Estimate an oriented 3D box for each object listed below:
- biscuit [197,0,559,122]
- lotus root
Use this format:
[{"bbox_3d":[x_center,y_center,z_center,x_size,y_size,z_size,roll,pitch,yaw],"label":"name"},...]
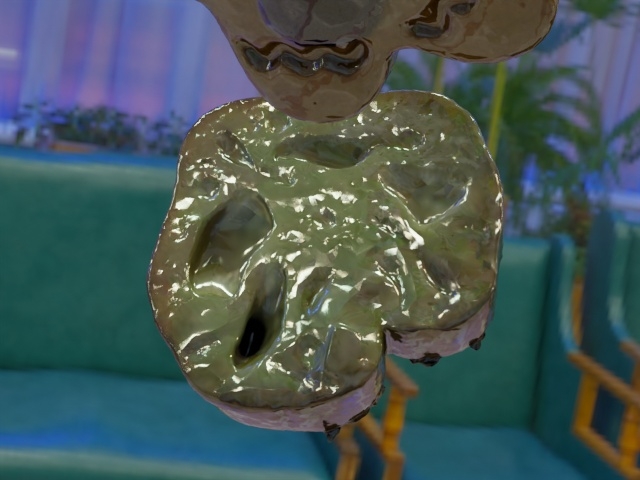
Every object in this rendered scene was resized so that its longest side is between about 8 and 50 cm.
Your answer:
[{"bbox_3d":[-0.019,-0.144,0.481,0.180,0.236,0.039,-20,27,30],"label":"biscuit"},{"bbox_3d":[0.000,0.000,1.483,0.375,0.390,0.111,43,-10,28],"label":"lotus root"}]
